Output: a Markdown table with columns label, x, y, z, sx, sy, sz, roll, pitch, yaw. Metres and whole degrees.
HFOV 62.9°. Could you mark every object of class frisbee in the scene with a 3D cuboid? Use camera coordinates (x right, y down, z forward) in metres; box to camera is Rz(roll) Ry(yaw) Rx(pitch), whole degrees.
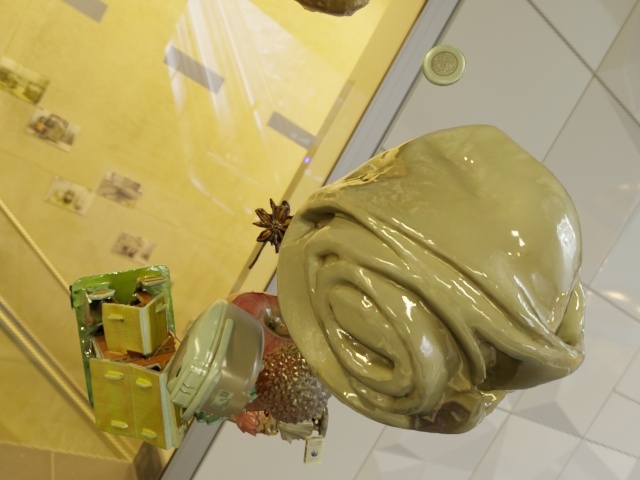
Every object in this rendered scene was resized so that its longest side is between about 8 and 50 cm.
| label | x | y | z | sx | sy | sz | roll | pitch | yaw |
| --- | --- | --- | --- | --- | --- | --- | --- | --- | --- |
| frisbee | 0.310 | -0.440 | 1.312 | 0.110 | 0.110 | 0.014 | 30 | -3 | 13 |

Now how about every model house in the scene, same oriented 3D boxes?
| label | x | y | z | sx | sy | sz | roll | pitch | yaw |
| --- | --- | --- | --- | --- | --- | --- | --- | --- | --- |
| model house | -0.291 | 0.228 | 1.056 | 0.340 | 0.300 | 0.324 | -9 | 15 | -29 |

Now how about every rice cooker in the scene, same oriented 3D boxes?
| label | x | y | z | sx | sy | sz | roll | pitch | yaw |
| --- | --- | --- | --- | --- | --- | --- | --- | --- | --- |
| rice cooker | -0.158 | 0.181 | 0.809 | 0.127 | 0.145 | 0.206 | 25 | 22 | -17 |

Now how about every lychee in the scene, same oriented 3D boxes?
| label | x | y | z | sx | sy | sz | roll | pitch | yaw |
| --- | --- | --- | --- | --- | --- | --- | --- | --- | --- |
| lychee | -0.056 | 0.291 | 1.066 | 0.165 | 0.197 | 0.165 | 18 | 43 | -18 |

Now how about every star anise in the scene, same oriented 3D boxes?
| label | x | y | z | sx | sy | sz | roll | pitch | yaw |
| --- | --- | --- | --- | --- | --- | --- | --- | --- | --- |
| star anise | -0.157 | -0.031 | 1.609 | 0.073 | 0.234 | 0.177 | -8 | 76 | -68 |

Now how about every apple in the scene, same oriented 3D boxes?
| label | x | y | z | sx | sy | sz | roll | pitch | yaw |
| --- | --- | --- | --- | --- | --- | --- | --- | --- | --- |
| apple | -0.170 | 0.297 | 1.383 | 0.345 | 0.269 | 0.344 | 29 | 29 | -18 |

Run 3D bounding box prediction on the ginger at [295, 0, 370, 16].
| label | x | y | z | sx | sy | sz | roll | pitch | yaw |
| --- | --- | --- | --- | --- | --- | --- | --- | --- | --- |
| ginger | -0.083 | -0.601 | 1.113 | 0.349 | 0.122 | 0.363 | -10 | -18 | 9 |

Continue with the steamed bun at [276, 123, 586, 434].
| label | x | y | z | sx | sy | sz | roll | pitch | yaw |
| --- | --- | --- | --- | --- | --- | --- | --- | --- | --- |
| steamed bun | 0.110 | 0.070 | 0.588 | 0.342 | 0.368 | 0.255 | 48 | 37 | -4 |

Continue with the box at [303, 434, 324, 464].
| label | x | y | z | sx | sy | sz | roll | pitch | yaw |
| --- | --- | --- | --- | --- | --- | --- | --- | --- | --- |
| box | -0.021 | 0.645 | 1.611 | 0.054 | 0.083 | 0.024 | 4 | 6 | -23 |

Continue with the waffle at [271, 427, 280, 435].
| label | x | y | z | sx | sy | sz | roll | pitch | yaw |
| --- | --- | --- | --- | --- | --- | --- | --- | --- | --- |
| waffle | -0.101 | 0.664 | 2.016 | 0.229 | 0.231 | 0.051 | -19 | 52 | -34 |

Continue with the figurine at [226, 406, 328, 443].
| label | x | y | z | sx | sy | sz | roll | pitch | yaw |
| --- | --- | --- | --- | --- | --- | --- | --- | --- | --- |
| figurine | -0.170 | 0.576 | 1.725 | 0.387 | 0.206 | 0.166 | 9 | 24 | -6 |
